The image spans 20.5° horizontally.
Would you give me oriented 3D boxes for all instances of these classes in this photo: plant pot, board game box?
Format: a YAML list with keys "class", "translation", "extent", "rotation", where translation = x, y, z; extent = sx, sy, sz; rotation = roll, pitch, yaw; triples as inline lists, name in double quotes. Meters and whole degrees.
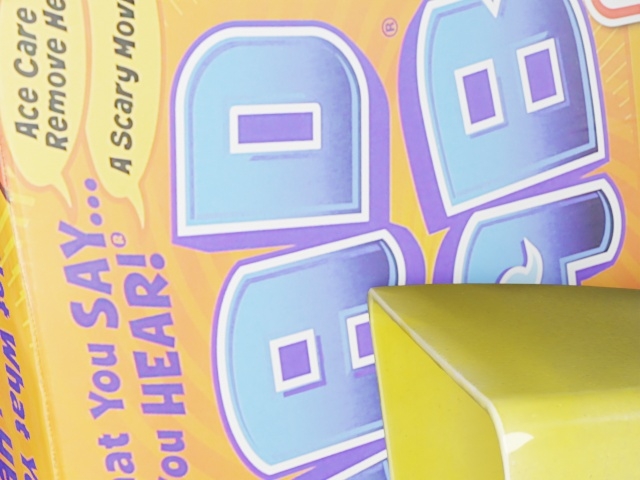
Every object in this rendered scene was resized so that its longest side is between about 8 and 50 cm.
- class: "plant pot"
  translation: [0.139, 0.122, 0.663]
  extent: [0.212, 0.187, 0.212]
  rotation: [-137, 37, -77]
- class: "board game box"
  translation: [-0.050, 0.025, 0.905]
  extent: [0.356, 0.356, 0.356]
  rotation: [11, 112, 56]
